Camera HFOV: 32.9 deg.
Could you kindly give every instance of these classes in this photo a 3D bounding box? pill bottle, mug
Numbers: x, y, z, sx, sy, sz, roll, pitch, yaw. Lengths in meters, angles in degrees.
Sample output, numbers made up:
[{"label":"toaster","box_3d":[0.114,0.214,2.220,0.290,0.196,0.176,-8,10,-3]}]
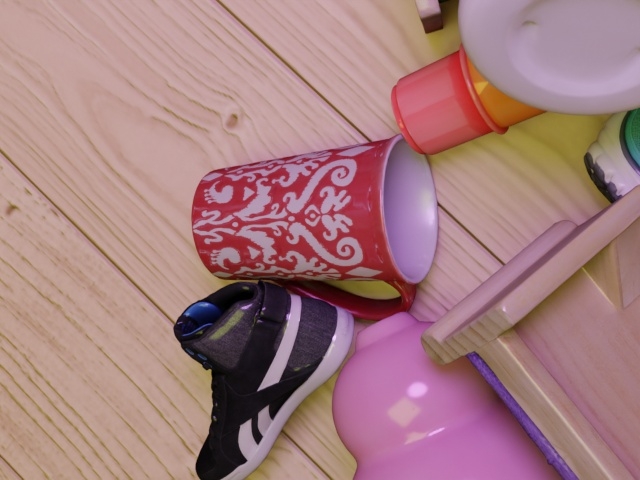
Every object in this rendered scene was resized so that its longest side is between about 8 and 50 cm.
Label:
[{"label":"pill bottle","box_3d":[0.166,-0.217,0.657,0.146,0.146,0.264,-4,56,23]},{"label":"mug","box_3d":[-0.004,-0.001,0.849,0.169,0.113,0.150,-4,98,26]}]

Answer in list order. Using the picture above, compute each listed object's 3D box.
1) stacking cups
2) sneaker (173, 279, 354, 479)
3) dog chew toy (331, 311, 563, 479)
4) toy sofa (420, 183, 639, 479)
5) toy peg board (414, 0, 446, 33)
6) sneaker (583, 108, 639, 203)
[{"label":"stacking cups","box_3d":[0.200,-0.146,0.756,0.316,0.096,0.096,-20,93,29]},{"label":"sneaker","box_3d":[-0.078,0.110,0.885,0.121,0.079,0.217,26,121,-19]},{"label":"dog chew toy","box_3d":[0.115,0.211,0.804,0.206,0.206,0.332,-29,81,24]},{"label":"toy sofa","box_3d":[0.236,0.159,0.719,0.362,0.150,0.177,52,155,4]},{"label":"toy peg board","box_3d":[0.085,-0.236,0.743,0.079,0.160,0.161,-17,95,8]},{"label":"sneaker","box_3d":[0.305,0.004,0.733,0.110,0.107,0.275,-44,85,10]}]
